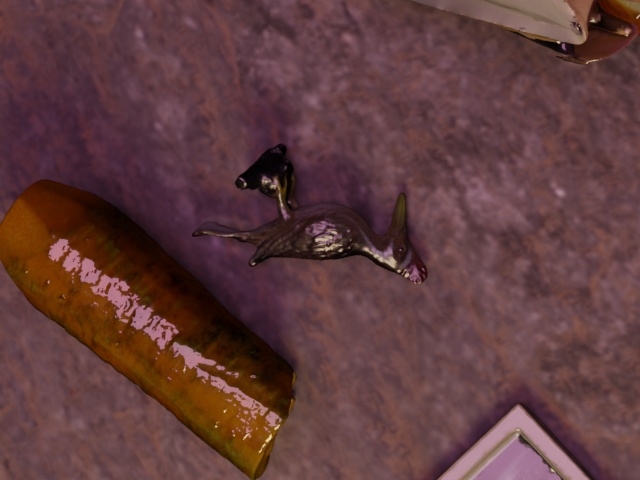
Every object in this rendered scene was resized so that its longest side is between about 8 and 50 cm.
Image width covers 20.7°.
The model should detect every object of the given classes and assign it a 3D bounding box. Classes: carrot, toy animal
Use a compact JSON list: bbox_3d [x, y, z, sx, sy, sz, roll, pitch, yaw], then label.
[{"bbox_3d":[-0.140,0.068,1.479,0.302,0.114,0.114,38,96,7],"label":"carrot"},{"bbox_3d":[-0.002,-0.011,1.488,0.202,0.070,0.105,20,102,4],"label":"toy animal"}]

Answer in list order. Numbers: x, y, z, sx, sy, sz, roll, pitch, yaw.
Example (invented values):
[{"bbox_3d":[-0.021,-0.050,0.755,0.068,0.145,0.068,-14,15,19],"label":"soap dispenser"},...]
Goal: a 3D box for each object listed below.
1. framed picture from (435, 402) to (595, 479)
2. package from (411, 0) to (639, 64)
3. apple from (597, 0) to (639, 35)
[{"bbox_3d":[0.131,0.328,1.464,0.324,0.020,0.240,-43,82,7],"label":"framed picture"},{"bbox_3d":[0.123,-0.259,1.367,0.221,0.165,0.311,-40,38,-21],"label":"package"},{"bbox_3d":[0.285,-0.251,1.375,0.173,0.160,0.195,7,94,6],"label":"apple"}]
